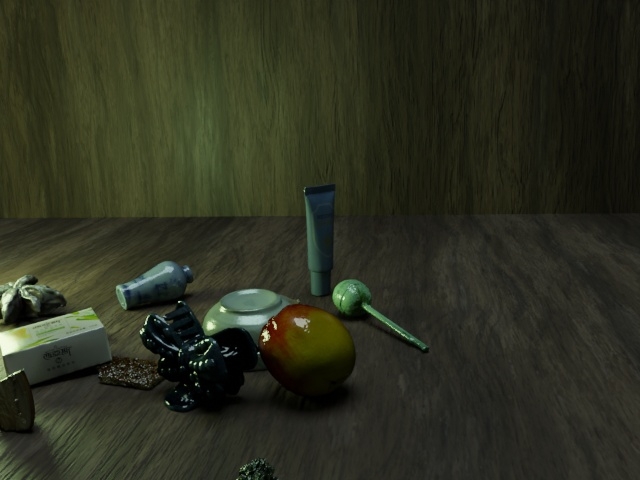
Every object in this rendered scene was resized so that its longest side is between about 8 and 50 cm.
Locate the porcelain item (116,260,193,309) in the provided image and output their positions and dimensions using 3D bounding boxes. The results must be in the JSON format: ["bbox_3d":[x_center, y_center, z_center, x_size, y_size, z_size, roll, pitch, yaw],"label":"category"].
[{"bbox_3d":[-0.567,0.154,2.411,0.259,0.141,0.141,-20,21,-32],"label":"porcelain item"}]

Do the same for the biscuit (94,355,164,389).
[{"bbox_3d":[-0.513,0.342,1.833,0.236,0.026,0.131,4,13,20],"label":"biscuit"}]

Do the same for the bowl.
[{"bbox_3d":[-0.191,0.238,1.954,0.307,0.163,0.307,-2,17,1],"label":"bowl"}]

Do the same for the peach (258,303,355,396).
[{"bbox_3d":[-0.033,0.263,1.670,0.230,0.231,0.231,-2,14,0],"label":"peach"}]

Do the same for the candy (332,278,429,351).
[{"bbox_3d":[0.182,0.229,2.085,0.119,0.119,0.440,-10,23,-30],"label":"candy"}]

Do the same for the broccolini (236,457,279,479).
[{"bbox_3d":[-0.112,0.471,1.222,0.091,0.068,0.203,-15,29,1],"label":"broccolini"}]

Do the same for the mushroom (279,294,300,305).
[{"bbox_3d":[-0.193,0.212,2.171,0.277,0.096,0.099,-7,16,-21],"label":"mushroom"}]

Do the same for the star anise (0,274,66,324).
[{"bbox_3d":[-1.026,0.190,2.309,0.359,0.139,0.316,-4,7,-7],"label":"star anise"}]

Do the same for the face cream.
[{"bbox_3d":[0.000,0.000,2.405,0.135,0.385,0.086,-11,18,-38],"label":"face cream"}]

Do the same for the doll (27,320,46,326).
[{"bbox_3d":[-0.766,0.277,2.043,0.248,0.088,0.127,-2,-11,-41],"label":"doll"}]

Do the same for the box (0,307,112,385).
[{"bbox_3d":[-0.715,0.286,1.875,0.260,0.111,0.194,-18,18,-25],"label":"box"}]

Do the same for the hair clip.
[{"bbox_3d":[-0.294,0.284,1.672,0.310,0.206,0.194,16,28,41],"label":"hair clip"}]

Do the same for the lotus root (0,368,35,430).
[{"bbox_3d":[-0.697,0.358,1.584,0.159,0.135,0.095,-11,8,22],"label":"lotus root"}]
